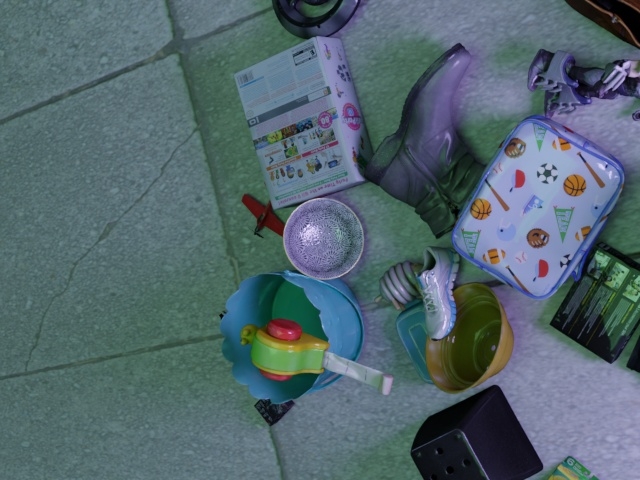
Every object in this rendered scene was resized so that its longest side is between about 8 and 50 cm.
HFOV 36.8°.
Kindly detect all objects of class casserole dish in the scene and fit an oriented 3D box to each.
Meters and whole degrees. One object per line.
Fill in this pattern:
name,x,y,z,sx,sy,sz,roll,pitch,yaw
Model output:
casserole dish,0.218,0.209,1.946,0.114,0.037,0.188,-32,81,33

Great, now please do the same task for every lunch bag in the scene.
lunch bag,0.390,-0.052,1.722,0.243,0.115,0.303,31,108,7

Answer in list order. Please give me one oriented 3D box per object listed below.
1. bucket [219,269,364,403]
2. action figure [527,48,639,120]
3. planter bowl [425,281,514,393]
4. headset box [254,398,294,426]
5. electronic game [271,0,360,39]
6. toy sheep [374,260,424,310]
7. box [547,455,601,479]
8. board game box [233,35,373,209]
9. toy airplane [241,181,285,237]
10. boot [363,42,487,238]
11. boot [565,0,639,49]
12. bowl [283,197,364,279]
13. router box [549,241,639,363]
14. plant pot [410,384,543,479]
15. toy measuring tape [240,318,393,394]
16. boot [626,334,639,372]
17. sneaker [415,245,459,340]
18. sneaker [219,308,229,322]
bucket,-0.053,0.189,2.028,0.281,0.183,0.281,6,102,31
action figure,0.496,-0.261,1.622,0.285,0.185,0.099,10,78,46
planter bowl,0.302,0.195,1.836,0.217,0.090,0.217,-37,43,44
headset box,-0.102,0.369,2.178,0.062,0.032,0.083,48,118,16
electronic game,-0.008,-0.524,1.959,0.229,0.048,0.229,1,91,35
toy sheep,0.163,0.090,1.932,0.132,0.091,0.091,-33,79,15
box,0.464,0.506,1.836,0.105,0.043,0.179,38,114,21
board game box,-0.030,-0.239,1.994,0.224,0.097,0.303,-17,88,34
toy airplane,-0.113,-0.070,2.114,0.151,0.028,0.151,6,102,30
boot,0.251,-0.186,1.832,0.222,0.118,0.338,38,123,14
boot,0.452,-0.379,1.553,0.264,0.280,0.096,48,118,17
bowl,0.000,0.000,2.007,0.170,0.080,0.170,1,84,-11
router box,0.515,0.113,1.735,0.133,0.046,0.179,35,114,23
plant pot,0.285,0.417,1.861,0.188,0.167,0.187,-33,80,31
toy measuring tape,-0.027,0.231,1.841,0.330,0.121,0.121,20,108,28
boot,0.604,0.203,1.695,0.099,0.045,0.121,29,119,28
sneaker,0.215,0.099,1.863,0.071,0.083,0.191,-18,61,50
sneaker,-0.216,0.201,2.219,0.032,0.037,0.083,-13,92,31
